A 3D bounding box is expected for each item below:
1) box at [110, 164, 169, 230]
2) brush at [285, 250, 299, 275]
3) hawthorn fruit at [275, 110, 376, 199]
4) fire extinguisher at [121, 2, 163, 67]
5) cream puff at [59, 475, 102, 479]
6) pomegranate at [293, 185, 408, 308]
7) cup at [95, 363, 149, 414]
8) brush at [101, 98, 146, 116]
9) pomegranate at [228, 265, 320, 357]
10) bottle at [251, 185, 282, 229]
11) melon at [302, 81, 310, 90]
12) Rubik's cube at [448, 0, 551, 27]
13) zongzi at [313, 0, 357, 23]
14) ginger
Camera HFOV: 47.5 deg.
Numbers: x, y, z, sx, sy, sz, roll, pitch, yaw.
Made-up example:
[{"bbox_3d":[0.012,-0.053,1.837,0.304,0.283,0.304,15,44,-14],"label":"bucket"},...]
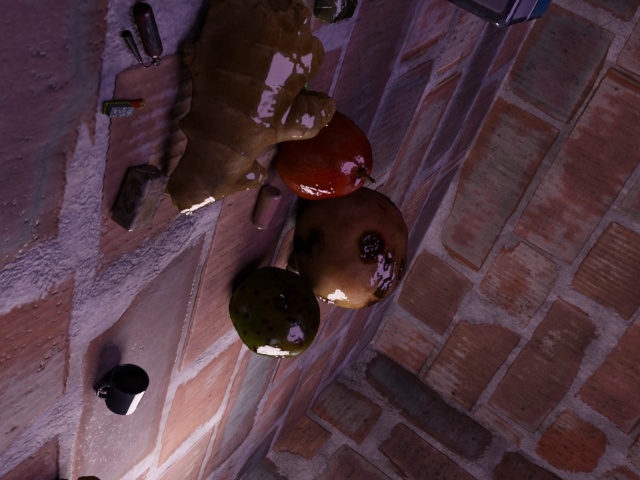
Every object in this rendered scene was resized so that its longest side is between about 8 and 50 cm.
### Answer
[{"bbox_3d":[-0.279,-0.066,1.129,0.098,0.045,0.062,-61,164,21],"label":"box"},{"bbox_3d":[0.000,0.000,2.043,0.301,0.071,0.084,-46,173,-34],"label":"brush"},{"bbox_3d":[0.026,-0.166,1.505,0.196,0.225,0.197,-40,146,-36],"label":"hawthorn fruit"},{"bbox_3d":[-0.227,-0.253,0.937,0.046,0.032,0.100,-59,162,-30],"label":"fire extinguisher"},{"bbox_3d":[-0.519,0.561,1.518,0.156,0.156,0.121,-4,96,-70],"label":"cream puff"},{"bbox_3d":[0.077,0.015,1.865,0.322,0.322,0.322,-50,163,-21],"label":"pomegranate"},{"bbox_3d":[-0.403,0.302,1.462,0.100,0.078,0.077,4,131,-32],"label":"cup"},{"bbox_3d":[-0.263,-0.181,0.994,0.083,0.021,0.019,-28,145,-60],"label":"brush"},{"bbox_3d":[-0.101,0.187,1.812,0.231,0.231,0.286,-54,163,-6],"label":"pomegranate"},{"bbox_3d":[-0.118,-0.071,1.590,0.045,0.045,0.096,-36,156,-51],"label":"bottle"},{"bbox_3d":[-0.105,-0.207,1.207,0.209,0.118,0.064,-22,-168,11],"label":"melon"},{"bbox_3d":[0.311,-0.601,1.316,0.318,0.313,0.316,-32,152,-57],"label":"Rubik's cube"},{"bbox_3d":[0.045,-0.461,1.297,0.154,0.062,0.130,-43,149,-56],"label":"zongzi"},{"bbox_3d":[-0.114,-0.201,1.138,0.236,0.166,0.375,-11,146,-34],"label":"ginger"}]
